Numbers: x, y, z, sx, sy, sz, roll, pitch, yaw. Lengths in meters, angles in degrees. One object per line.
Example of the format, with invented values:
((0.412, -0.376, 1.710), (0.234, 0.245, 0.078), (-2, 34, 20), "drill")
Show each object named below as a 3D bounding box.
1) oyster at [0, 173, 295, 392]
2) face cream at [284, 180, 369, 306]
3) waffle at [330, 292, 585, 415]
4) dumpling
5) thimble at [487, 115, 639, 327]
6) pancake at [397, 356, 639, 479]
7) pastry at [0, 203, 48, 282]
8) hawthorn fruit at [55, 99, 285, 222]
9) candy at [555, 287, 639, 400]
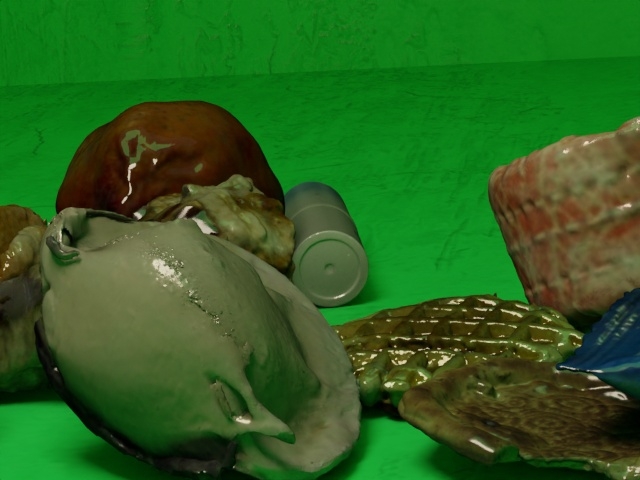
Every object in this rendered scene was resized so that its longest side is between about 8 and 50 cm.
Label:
((-0.180, 0.052, 1.637), (0.337, 0.133, 0.198), (-20, 40, 16), "oyster")
((0.000, 0.000, 1.980), (0.077, 0.077, 0.250), (-5, 13, -4), "face cream")
((0.098, 0.088, 1.594), (0.214, 0.054, 0.208), (-13, 18, -19), "waffle")
((-0.094, 0.086, 1.456), (0.293, 0.163, 0.204), (41, 4, 22), "dumpling")
((0.271, -0.019, 1.684), (0.239, 0.162, 0.239), (-17, -2, -1), "thimble")
((0.171, 0.125, 1.401), (0.235, 0.029, 0.212), (3, 16, -5), "pancake")
((-0.335, 0.032, 1.777), (0.229, 0.100, 0.218), (-25, -5, 40), "pastry")
((-0.147, -0.024, 1.815), (0.208, 0.208, 0.248), (-1, 8, 13), "hawthorn fruit")
((0.342, 0.102, 1.368), (0.331, 0.077, 0.187), (13, 19, 22), "candy")
